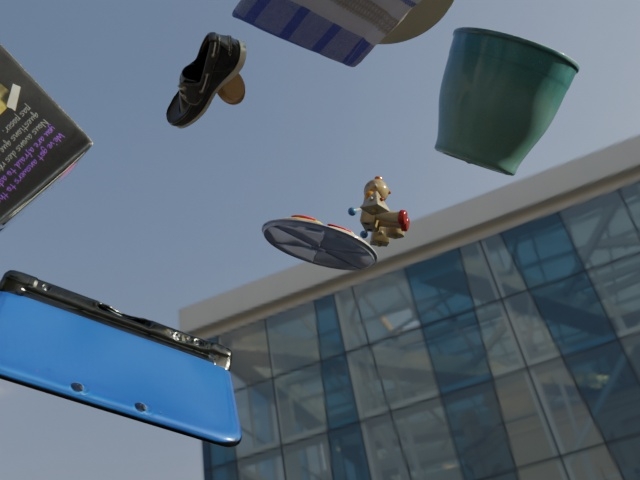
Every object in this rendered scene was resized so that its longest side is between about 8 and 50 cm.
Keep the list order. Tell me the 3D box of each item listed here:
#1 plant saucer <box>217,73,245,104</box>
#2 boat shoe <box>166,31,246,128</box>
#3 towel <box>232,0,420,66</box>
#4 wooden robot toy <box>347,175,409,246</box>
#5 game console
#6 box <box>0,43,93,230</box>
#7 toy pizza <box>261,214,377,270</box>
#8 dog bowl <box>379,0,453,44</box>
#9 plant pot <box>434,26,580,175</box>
[{"bbox_3d":[-0.188,-0.328,1.463,0.083,0.015,0.083,18,-54,25],"label":"plant saucer"},{"bbox_3d":[-0.231,-0.295,1.285,0.079,0.084,0.233,6,-33,-42],"label":"boat shoe"},{"bbox_3d":[0.057,-0.323,0.822,0.209,0.034,0.285,11,-35,-42],"label":"towel"},{"bbox_3d":[0.090,-0.051,0.991,0.076,0.079,0.173,1,-19,14],"label":"wooden robot toy"},{"bbox_3d":[-0.263,0.171,0.821,0.293,0.173,0.250,25,-45,-20],"label":"game console"},{"bbox_3d":[-0.360,-0.132,0.626,0.270,0.143,0.165,49,-21,-16],"label":"box"},{"bbox_3d":[0.000,0.000,1.169,0.201,0.032,0.201,14,-19,5],"label":"toy pizza"},{"bbox_3d":[0.129,-0.510,1.333,0.265,0.104,0.265,-3,-34,-2],"label":"dog bowl"},{"bbox_3d":[0.371,-0.282,1.477,0.272,0.272,0.255,14,-81,-30],"label":"plant pot"}]
